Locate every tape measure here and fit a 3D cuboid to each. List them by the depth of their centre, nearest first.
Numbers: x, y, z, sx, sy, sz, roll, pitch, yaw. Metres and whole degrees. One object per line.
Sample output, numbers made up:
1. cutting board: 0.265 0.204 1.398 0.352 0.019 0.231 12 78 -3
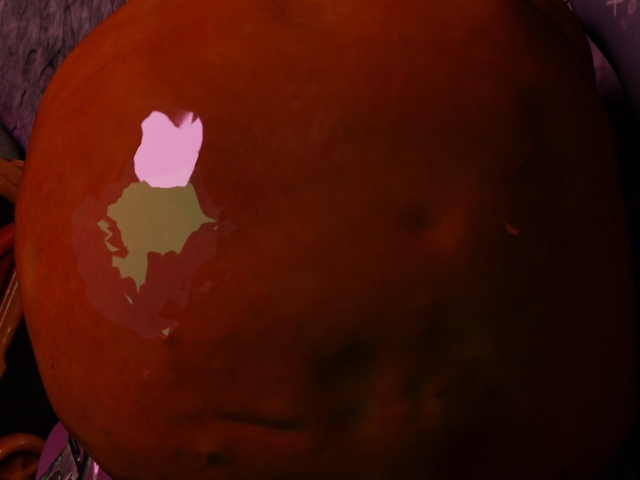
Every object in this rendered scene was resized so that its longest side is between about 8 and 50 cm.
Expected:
1. tape measure: -0.168 0.182 1.409 0.125 0.074 0.118 -61 34 21

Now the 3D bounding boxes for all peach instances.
1. peach: 0.000 0.000 0.943 0.343 0.301 0.343 -9 -90 -86

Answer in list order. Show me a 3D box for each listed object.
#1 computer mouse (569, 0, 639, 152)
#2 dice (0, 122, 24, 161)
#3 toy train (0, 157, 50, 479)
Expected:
1. computer mouse: 0.201 -0.146 0.933 0.167 0.090 0.379 -63 28 30
2. dice: -0.473 0.006 1.719 0.330 0.318 0.322 -63 34 22
3. toy train: -0.312 0.103 1.502 0.163 0.231 0.369 27 96 56
